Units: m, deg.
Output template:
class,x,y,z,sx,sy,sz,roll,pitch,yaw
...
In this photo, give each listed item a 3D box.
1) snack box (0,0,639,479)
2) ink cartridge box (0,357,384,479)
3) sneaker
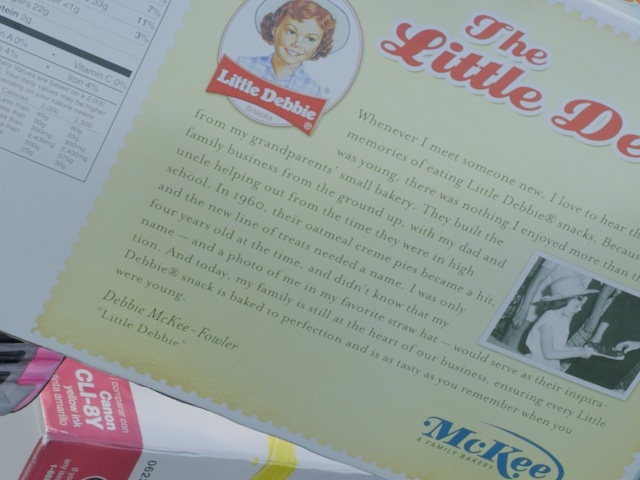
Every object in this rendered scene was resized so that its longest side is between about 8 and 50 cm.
class,x,y,z,sx,sy,sz,roll,pitch,yaw
snack box,-0.010,-0.033,0.607,0.322,0.187,0.060,23,28,-13
ink cartridge box,-0.137,0.236,1.761,0.385,0.279,0.160,10,38,-29
sneaker,-0.114,0.015,0.759,0.047,0.057,0.119,13,73,0
